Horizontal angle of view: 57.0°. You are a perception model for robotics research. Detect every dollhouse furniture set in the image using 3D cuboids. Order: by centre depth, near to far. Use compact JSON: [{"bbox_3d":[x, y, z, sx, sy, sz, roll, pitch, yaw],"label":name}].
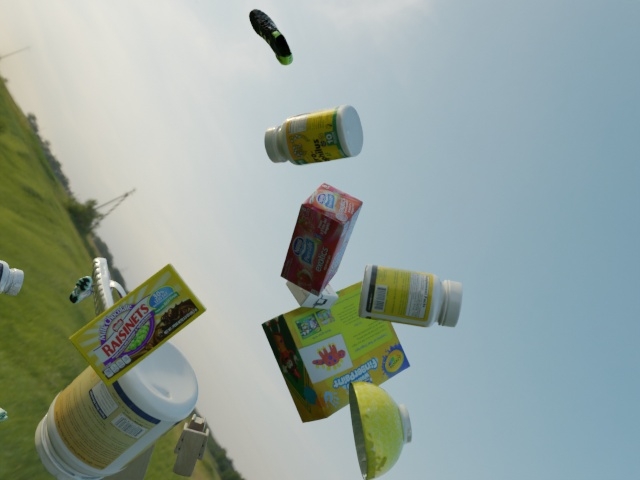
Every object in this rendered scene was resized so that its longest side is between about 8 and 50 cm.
[{"bbox_3d":[-0.473,0.550,1.680,0.286,0.198,0.303,19,2,-8],"label":"dollhouse furniture set"}]

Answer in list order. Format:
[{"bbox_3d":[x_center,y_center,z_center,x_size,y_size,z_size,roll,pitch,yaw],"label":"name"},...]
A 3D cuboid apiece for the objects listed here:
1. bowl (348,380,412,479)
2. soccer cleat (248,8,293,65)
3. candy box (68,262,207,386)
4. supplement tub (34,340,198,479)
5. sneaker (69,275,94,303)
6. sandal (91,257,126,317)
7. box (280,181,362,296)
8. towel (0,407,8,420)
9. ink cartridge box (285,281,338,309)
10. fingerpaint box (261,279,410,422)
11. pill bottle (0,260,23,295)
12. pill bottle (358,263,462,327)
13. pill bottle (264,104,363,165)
[{"bbox_3d":[0.184,0.557,1.766,0.289,0.155,0.290,173,-90,-85],"label":"bowl"},{"bbox_3d":[-0.128,-0.552,1.577,0.179,0.060,0.072,54,-11,-1],"label":"soccer cleat"},{"bbox_3d":[-0.306,0.141,0.995,0.105,0.205,0.027,52,-7,-2],"label":"candy box"},{"bbox_3d":[-0.455,0.377,1.317,0.228,0.316,0.228,46,14,-15],"label":"supplement tub"},{"bbox_3d":[-0.642,0.128,1.622,0.038,0.098,0.069,48,22,5],"label":"sneaker"},{"bbox_3d":[-0.631,0.207,1.814,0.416,0.102,0.169,63,-36,36],"label":"sandal"},{"bbox_3d":[0.000,0.000,1.512,0.122,0.128,0.257,28,-50,11],"label":"box"},{"bbox_3d":[-1.161,0.518,1.791,0.324,0.247,0.038,15,-79,23],"label":"towel"},{"bbox_3d":[-0.028,0.168,1.972,0.150,0.063,0.109,13,31,-47],"label":"ink cartridge box"},{"bbox_3d":[0.061,0.379,2.109,0.163,0.444,0.371,-31,-98,48],"label":"fingerpaint box"},{"bbox_3d":[-0.983,0.103,1.723,0.193,0.108,0.108,22,11,-41],"label":"pill bottle"},{"bbox_3d":[0.191,0.123,1.268,0.119,0.208,0.119,9,90,-86],"label":"pill bottle"},{"bbox_3d":[-0.018,-0.233,1.339,0.208,0.118,0.118,-5,-59,26],"label":"pill bottle"}]
